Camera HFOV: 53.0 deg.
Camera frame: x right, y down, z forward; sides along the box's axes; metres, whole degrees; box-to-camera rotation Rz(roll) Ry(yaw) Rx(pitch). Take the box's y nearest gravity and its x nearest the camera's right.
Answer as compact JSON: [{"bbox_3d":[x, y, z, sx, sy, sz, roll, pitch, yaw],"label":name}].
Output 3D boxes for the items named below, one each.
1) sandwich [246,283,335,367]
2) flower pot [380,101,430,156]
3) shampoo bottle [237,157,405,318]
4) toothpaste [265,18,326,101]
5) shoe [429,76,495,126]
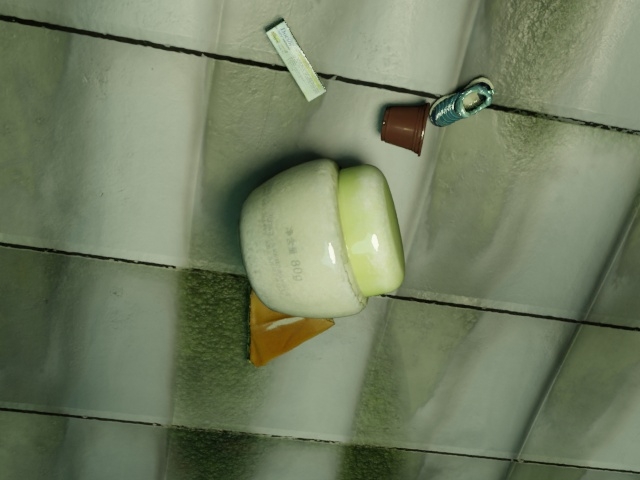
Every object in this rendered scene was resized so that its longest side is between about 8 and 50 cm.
[{"bbox_3d":[-0.072,0.204,1.559,0.211,0.063,0.245,1,120,-6],"label":"sandwich"},{"bbox_3d":[0.172,-0.234,1.321,0.089,0.111,0.111,10,119,8],"label":"flower pot"},{"bbox_3d":[0.000,0.000,1.304,0.317,0.322,0.323,-13,119,10],"label":"shampoo bottle"},{"bbox_3d":[-0.046,-0.354,1.271,0.046,0.034,0.164,-29,117,12],"label":"toothpaste"},{"bbox_3d":[0.292,-0.275,1.316,0.142,0.071,0.064,-28,116,16],"label":"shoe"}]
